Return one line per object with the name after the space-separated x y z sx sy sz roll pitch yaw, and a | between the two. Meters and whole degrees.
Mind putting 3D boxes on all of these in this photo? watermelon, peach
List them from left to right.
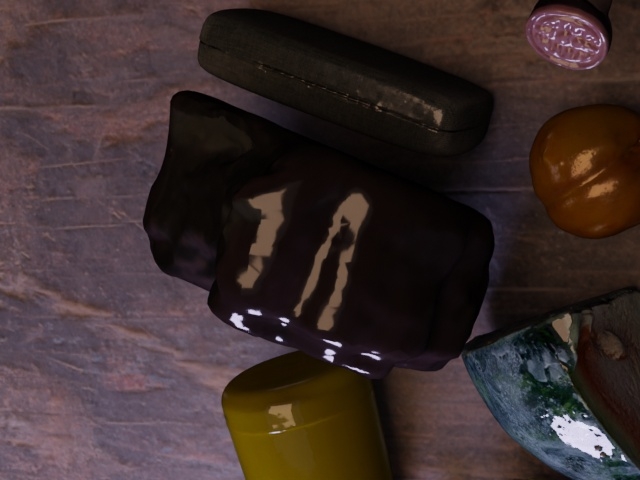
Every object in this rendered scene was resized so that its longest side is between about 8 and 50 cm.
0.282 -0.074 1.447 0.138 0.138 0.138 8 107 27 | peach
0.297 0.148 1.468 0.289 0.214 0.320 40 163 9 | watermelon

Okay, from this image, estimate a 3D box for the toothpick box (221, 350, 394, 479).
0.001 0.274 1.674 0.175 0.175 0.271 -9 102 31 | toothpick box

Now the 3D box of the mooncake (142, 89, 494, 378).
0.000 0.000 1.486 0.350 0.381 0.212 15 98 -18 | mooncake

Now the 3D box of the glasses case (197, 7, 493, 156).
0.024 -0.175 1.558 0.323 0.131 0.074 23 113 22 | glasses case

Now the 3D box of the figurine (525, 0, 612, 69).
0.377 -0.268 1.292 0.361 0.211 0.253 17 117 26 | figurine

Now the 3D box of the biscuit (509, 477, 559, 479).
0.282 0.359 1.540 0.265 0.188 0.040 41 147 7 | biscuit
